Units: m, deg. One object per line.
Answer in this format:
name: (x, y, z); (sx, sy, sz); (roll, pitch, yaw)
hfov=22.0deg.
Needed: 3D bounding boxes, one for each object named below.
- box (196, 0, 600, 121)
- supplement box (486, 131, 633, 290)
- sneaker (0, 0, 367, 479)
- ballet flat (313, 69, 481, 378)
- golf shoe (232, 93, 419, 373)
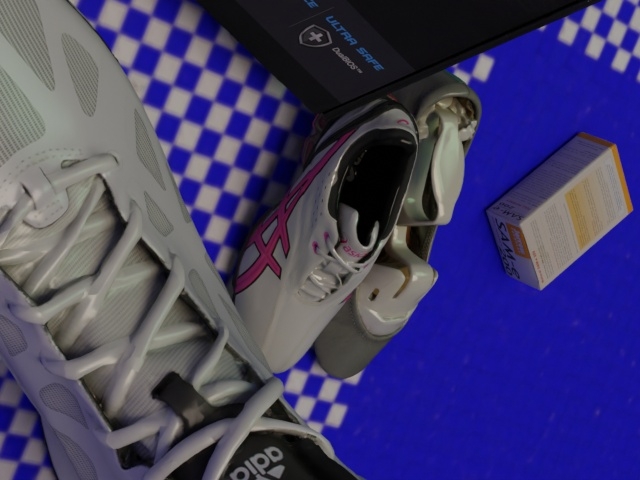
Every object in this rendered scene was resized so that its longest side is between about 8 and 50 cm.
box: (0.040, -0.212, 0.811); (0.295, 0.293, 0.073); (43, 37, -42)
supplement box: (0.167, -0.021, 1.144); (0.098, 0.036, 0.062); (-38, 128, -22)
sneaker: (-0.074, 0.043, 0.822); (0.169, 0.257, 0.447); (-41, 129, -19)
ballet flat: (0.048, -0.004, 1.032); (0.072, 0.068, 0.213); (4, 106, -41)
golf shoe: (0.000, 0.000, 0.970); (0.067, 0.086, 0.186); (19, 104, -18)
